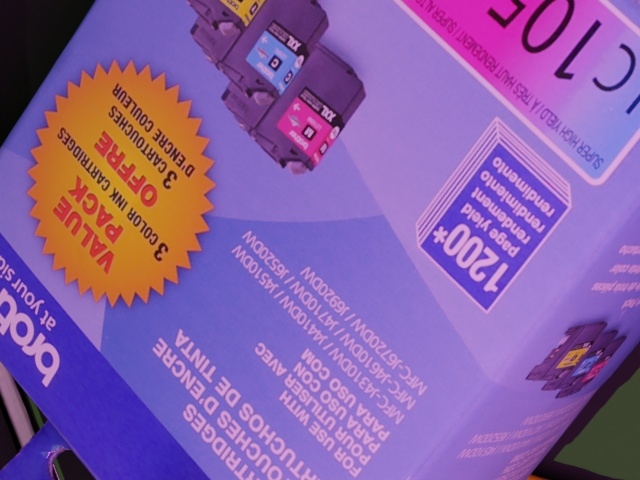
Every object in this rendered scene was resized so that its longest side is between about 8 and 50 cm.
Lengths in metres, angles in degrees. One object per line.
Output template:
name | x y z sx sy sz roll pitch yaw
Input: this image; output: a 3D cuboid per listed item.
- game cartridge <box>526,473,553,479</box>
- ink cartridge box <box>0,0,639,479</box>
game cartridge | 0.087 0.236 0.946 0.323 0.053 0.285 14 53 13
ink cartridge box | 0.000 0.000 0.908 0.270 0.151 0.395 46 116 23
